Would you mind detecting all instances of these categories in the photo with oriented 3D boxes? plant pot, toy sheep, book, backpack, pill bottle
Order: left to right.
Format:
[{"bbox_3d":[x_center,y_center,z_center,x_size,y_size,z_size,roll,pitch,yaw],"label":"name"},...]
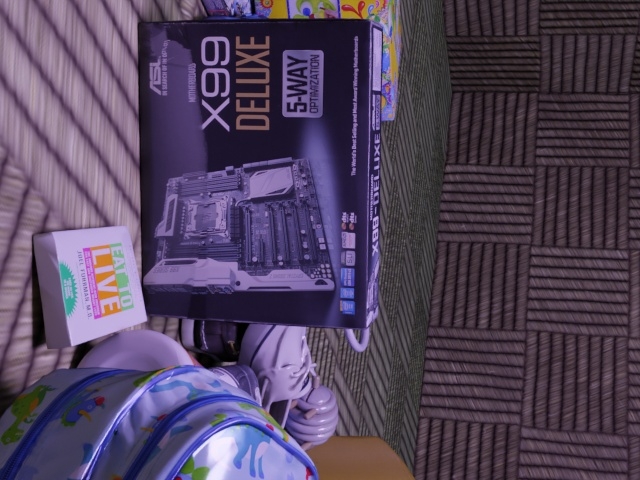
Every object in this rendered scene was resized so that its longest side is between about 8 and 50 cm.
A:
[{"bbox_3d":[-0.205,0.037,0.885,0.144,0.035,0.096,-17,99,-76],"label":"book"},{"bbox_3d":[-0.147,0.260,0.695,0.290,0.273,0.356,48,35,-41],"label":"backpack"},{"bbox_3d":[-0.148,0.174,0.962,0.216,0.121,0.121,65,30,-64],"label":"pill bottle"},{"bbox_3d":[-0.015,0.255,1.468,0.091,0.091,0.132,-63,167,-61],"label":"toy sheep"},{"bbox_3d":[0.037,0.425,1.587,0.187,0.212,0.212,-100,-166,-61],"label":"plant pot"}]

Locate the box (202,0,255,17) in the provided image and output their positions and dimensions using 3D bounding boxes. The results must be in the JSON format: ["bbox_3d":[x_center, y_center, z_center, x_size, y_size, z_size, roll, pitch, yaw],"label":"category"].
[{"bbox_3d":[-0.113,-0.304,1.224,0.137,0.027,0.094,66,28,-62],"label":"box"}]

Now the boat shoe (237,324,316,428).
[{"bbox_3d":[-0.050,0.153,1.195,0.096,0.088,0.268,-40,160,-49],"label":"boat shoe"}]

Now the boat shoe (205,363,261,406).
[{"bbox_3d":[-0.109,0.291,1.137,0.102,0.108,0.301,-5,95,-60],"label":"boat shoe"}]

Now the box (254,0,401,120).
[{"bbox_3d":[0.019,-0.348,1.387,0.290,0.177,0.279,-79,166,-59],"label":"box"}]

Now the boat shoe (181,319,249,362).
[{"bbox_3d":[-0.104,0.114,1.245,0.228,0.068,0.081,26,67,-75],"label":"boat shoe"}]

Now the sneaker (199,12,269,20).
[{"bbox_3d":[-0.089,-0.244,1.196,0.059,0.144,0.053,56,-50,42],"label":"sneaker"}]

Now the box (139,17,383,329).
[{"bbox_3d":[-0.061,-0.071,1.027,0.076,0.242,0.308,-30,123,-75],"label":"box"}]

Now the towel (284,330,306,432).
[{"bbox_3d":[-0.079,0.204,1.464,0.243,0.040,0.336,69,25,-56],"label":"towel"}]

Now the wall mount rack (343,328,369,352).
[{"bbox_3d":[0.000,0.000,1.498,0.304,0.130,0.350,22,60,-72],"label":"wall mount rack"}]
